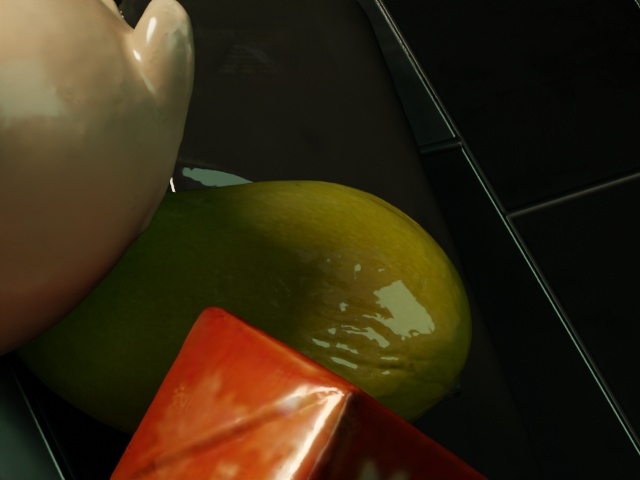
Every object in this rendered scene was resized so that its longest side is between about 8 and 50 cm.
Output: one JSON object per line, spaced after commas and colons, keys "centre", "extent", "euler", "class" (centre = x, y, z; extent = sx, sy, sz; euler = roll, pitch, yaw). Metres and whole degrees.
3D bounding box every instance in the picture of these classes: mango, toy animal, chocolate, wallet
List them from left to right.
{"centre": [-0.198, -0.018, 0.532], "extent": [0.256, 0.213, 0.195], "euler": [-9, 49, -45], "class": "toy animal"}
{"centre": [-0.046, 0.040, 0.653], "extent": [0.238, 0.091, 0.137], "euler": [-6, 64, 2], "class": "mango"}
{"centre": [0.000, 0.000, 0.785], "extent": [0.197, 0.051, 0.377], "euler": [-1, 61, -34], "class": "wallet"}
{"centre": [0.005, 0.184, 0.538], "extent": [0.237, 0.108, 0.234], "euler": [39, 70, -29], "class": "chocolate"}
